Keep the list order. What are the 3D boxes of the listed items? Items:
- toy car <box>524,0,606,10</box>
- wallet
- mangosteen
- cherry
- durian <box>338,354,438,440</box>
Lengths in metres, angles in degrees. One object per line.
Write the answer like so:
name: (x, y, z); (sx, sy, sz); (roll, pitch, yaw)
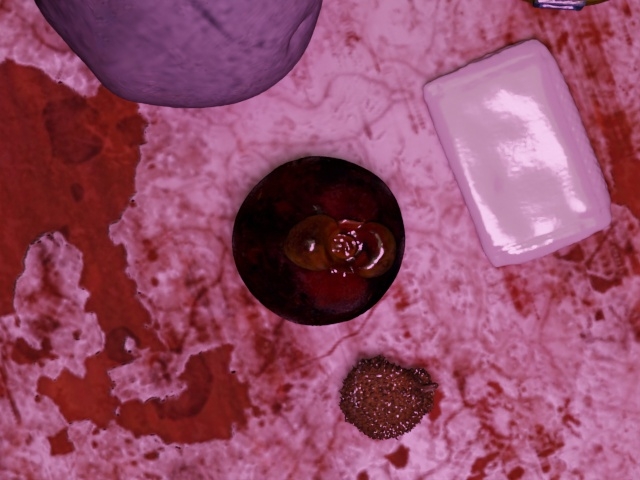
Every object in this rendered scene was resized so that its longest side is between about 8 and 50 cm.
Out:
toy car: (0.214, -0.325, 1.438); (0.200, 0.142, 0.247); (0, 88, 2)
wallet: (0.174, -0.076, 1.494); (0.124, 0.032, 0.183); (-23, 91, 1)
mangosteen: (0.000, 0.000, 1.440); (0.153, 0.152, 0.152); (0, 90, 1)
cherry: (-0.117, -0.229, 1.398); (0.255, 0.296, 0.218); (41, 63, 1)
durian: (0.060, 0.134, 1.469); (0.091, 0.080, 0.080); (-19, 89, 30)
